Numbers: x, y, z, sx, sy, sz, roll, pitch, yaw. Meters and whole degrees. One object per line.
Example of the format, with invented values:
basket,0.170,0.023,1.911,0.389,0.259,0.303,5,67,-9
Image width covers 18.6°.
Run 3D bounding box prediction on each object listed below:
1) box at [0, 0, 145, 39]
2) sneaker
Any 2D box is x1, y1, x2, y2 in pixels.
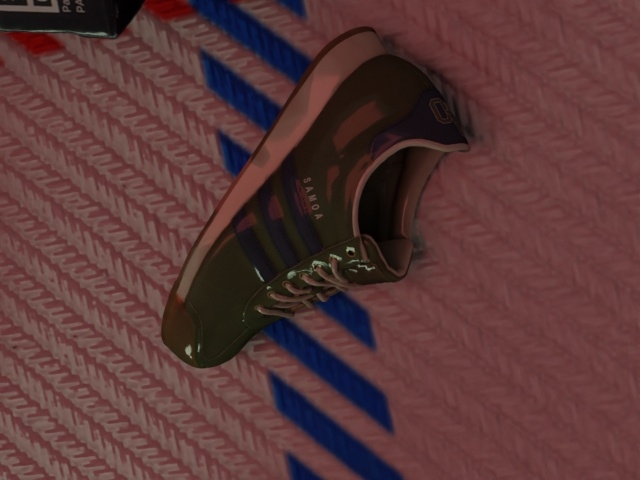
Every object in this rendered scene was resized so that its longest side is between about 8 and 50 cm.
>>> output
box,-0.220,-0.259,0.866,0.294,0.183,0.296,3,122,14
sneaker,0.000,0.000,0.931,0.086,0.064,0.192,40,111,23
